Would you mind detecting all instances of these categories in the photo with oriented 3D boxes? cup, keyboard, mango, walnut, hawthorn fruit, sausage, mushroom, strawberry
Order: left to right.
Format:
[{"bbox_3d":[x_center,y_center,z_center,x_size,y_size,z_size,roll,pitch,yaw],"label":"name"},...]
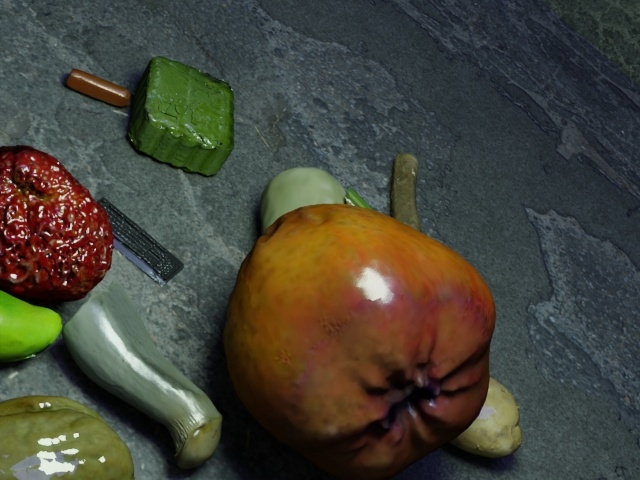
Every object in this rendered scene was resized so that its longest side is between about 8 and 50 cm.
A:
[{"bbox_3d":[-0.503,0.123,1.635,0.232,0.111,0.125,5,41,-40],"label":"mango"},{"bbox_3d":[-0.461,-0.034,1.724,0.274,0.220,0.274,12,35,-9],"label":"strawberry"},{"bbox_3d":[-0.384,0.337,1.442,0.283,0.227,0.283,0,90,-38],"label":"walnut"},{"bbox_3d":[-0.434,-0.298,2.134,0.131,0.041,0.039,20,22,-20],"label":"sausage"},{"bbox_3d":[-0.336,0.000,1.947,0.196,0.015,0.074,40,41,3],"label":"keyboard"},{"bbox_3d":[-0.271,0.209,1.719,0.329,0.122,0.159,46,50,9],"label":"mushroom"},{"bbox_3d":[0.007,-0.012,2.085,0.255,0.173,0.202,17,46,-21],"label":"cup"},{"bbox_3d":[0.042,0.154,1.789,0.471,0.472,0.472,20,43,-20],"label":"hawthorn fruit"}]

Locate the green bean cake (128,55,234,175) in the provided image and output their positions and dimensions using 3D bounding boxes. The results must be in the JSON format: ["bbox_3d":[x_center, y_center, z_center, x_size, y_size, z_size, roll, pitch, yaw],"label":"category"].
[{"bbox_3d":[-0.270,-0.245,2.149,0.200,0.113,0.214,21,43,-23],"label":"green bean cake"}]

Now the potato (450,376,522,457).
[{"bbox_3d":[0.277,0.306,2.018,0.235,0.128,0.161,45,36,17],"label":"potato"}]

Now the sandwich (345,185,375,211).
[{"bbox_3d":[0.066,-0.032,2.088,0.116,0.074,0.074,45,19,-8],"label":"sandwich"}]

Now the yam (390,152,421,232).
[{"bbox_3d":[0.184,-0.077,2.359,0.066,0.066,0.300,21,44,-19],"label":"yam"}]
